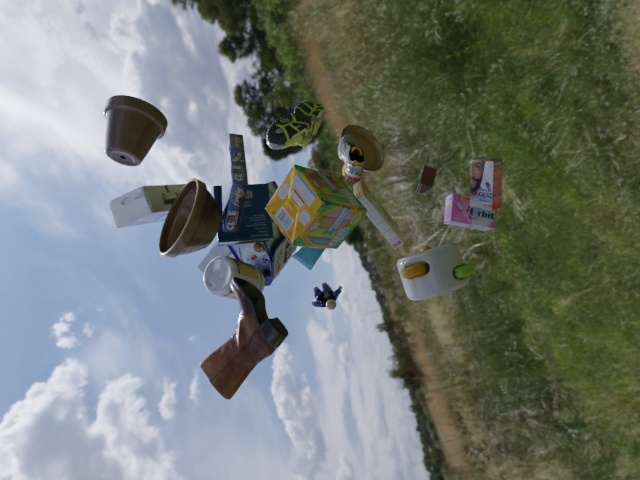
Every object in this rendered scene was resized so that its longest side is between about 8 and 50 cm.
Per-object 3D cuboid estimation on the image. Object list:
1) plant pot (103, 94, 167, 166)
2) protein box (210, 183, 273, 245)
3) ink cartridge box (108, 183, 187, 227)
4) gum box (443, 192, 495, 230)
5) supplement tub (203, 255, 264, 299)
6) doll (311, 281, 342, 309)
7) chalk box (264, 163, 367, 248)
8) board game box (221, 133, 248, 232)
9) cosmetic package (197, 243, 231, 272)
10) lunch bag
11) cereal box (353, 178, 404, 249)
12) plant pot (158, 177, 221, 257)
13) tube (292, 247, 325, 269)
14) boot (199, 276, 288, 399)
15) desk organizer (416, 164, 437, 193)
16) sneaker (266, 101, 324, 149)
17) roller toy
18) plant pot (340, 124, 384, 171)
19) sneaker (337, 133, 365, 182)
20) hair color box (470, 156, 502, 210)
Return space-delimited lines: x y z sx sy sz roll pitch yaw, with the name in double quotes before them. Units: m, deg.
"plant pot" -0.819 -0.454 1.949 0.263 0.262 0.230 59 -143 -63
"protein box" -0.287 -0.092 1.647 0.136 0.199 0.201 163 101 -72
"ink cartridge box" -0.533 -0.114 1.454 0.218 0.158 0.092 -18 -91 -67
"gum box" 0.566 -0.104 1.701 0.062 0.188 0.107 145 134 -76
"supplement tub" -0.308 0.143 1.644 0.199 0.144 0.145 29 -137 -58
"doll" 0.024 0.203 1.654 0.046 0.129 0.189 63 177 -16
"chalk box" 0.007 -0.071 1.055 0.213 0.132 0.132 3 -139 -51
"board game box" -0.242 -0.164 1.260 0.243 0.042 0.165 -105 27 -45
"cosmetic package" -0.470 0.041 2.445 0.097 0.284 0.377 43 -168 5
"lunch bag" -0.257 -0.029 2.090 0.386 0.238 0.328 66 -150 -21
"cereal box" 0.208 -0.097 1.638 0.240 0.047 0.173 48 -162 -18
"plant pot" -0.362 -0.049 1.300 0.109 0.237 0.237 27 -145 -31
"tube" 0.000 0.000 1.485 0.080 0.207 0.052 38 -168 -9
"boot" -0.258 0.284 1.355 0.264 0.280 0.096 47 -166 18
"desk organizer" 0.400 -0.226 1.698 0.130 0.050 0.047 -63 -11 -45
"sneaker" -0.090 -0.445 1.872 0.385 0.145 0.147 -48 -30 -46
"roller toy" 0.332 0.087 1.357 0.191 0.209 0.146 108 145 -84
"plant pot" 0.178 -0.397 1.974 0.236 0.032 0.237 16 -122 -29
"sneaker" 0.124 -0.316 1.654 0.093 0.087 0.225 116 153 -45
"hair color box" 0.563 -0.194 1.542 0.093 0.053 0.167 21 122 53
